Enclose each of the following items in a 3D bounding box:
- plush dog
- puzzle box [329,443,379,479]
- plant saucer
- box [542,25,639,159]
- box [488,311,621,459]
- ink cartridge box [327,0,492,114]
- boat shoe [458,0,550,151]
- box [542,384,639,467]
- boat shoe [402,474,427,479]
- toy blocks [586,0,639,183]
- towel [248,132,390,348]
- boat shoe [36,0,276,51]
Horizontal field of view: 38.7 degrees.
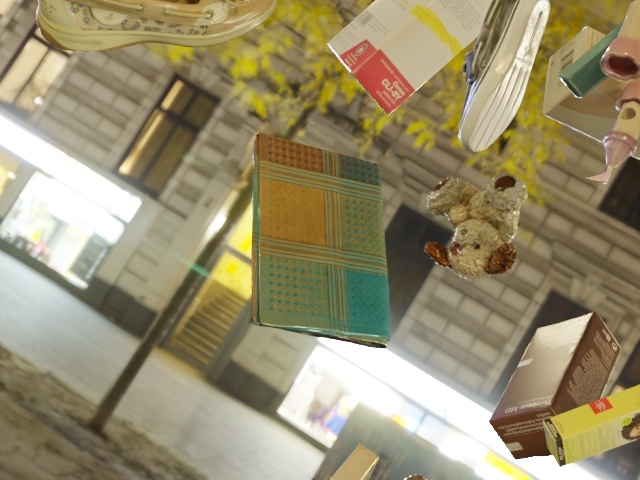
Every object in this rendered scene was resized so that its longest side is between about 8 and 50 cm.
[{"bbox_3d":[0.371,-0.013,2.108,0.262,0.225,0.210,1,-31,45],"label":"plush dog"},{"bbox_3d":[-0.034,0.610,1.797,0.052,0.272,0.409,31,36,17],"label":"puzzle box"},{"bbox_3d":[0.483,-0.310,1.483,0.067,0.192,0.018,36,23,-37],"label":"plant saucer"},{"bbox_3d":[0.586,-0.259,1.715,0.311,0.148,0.121,20,-28,-16],"label":"box"},{"bbox_3d":[0.583,0.355,2.246,0.191,0.381,0.143,-25,-73,43],"label":"box"},{"bbox_3d":[0.233,-0.530,2.263,0.160,0.384,0.279,44,11,-27],"label":"ink cartridge box"},{"bbox_3d":[0.347,-0.344,1.830,0.119,0.335,0.121,27,5,40],"label":"boat shoe"},{"bbox_3d":[0.528,0.332,1.660,0.058,0.232,0.087,-111,180,-53],"label":"box"},{"bbox_3d":[0.149,0.518,1.775,0.116,0.097,0.324,-9,-17,-13],"label":"boat shoe"},{"bbox_3d":[0.593,-0.173,1.410,0.288,0.260,0.309,11,-24,34],"label":"toy blocks"},{"bbox_3d":[0.000,0.000,1.607,0.271,0.370,0.040,13,-30,-27],"label":"towel"},{"bbox_3d":[-0.174,-0.280,1.027,0.105,0.285,0.089,59,-30,26],"label":"boat shoe"}]
